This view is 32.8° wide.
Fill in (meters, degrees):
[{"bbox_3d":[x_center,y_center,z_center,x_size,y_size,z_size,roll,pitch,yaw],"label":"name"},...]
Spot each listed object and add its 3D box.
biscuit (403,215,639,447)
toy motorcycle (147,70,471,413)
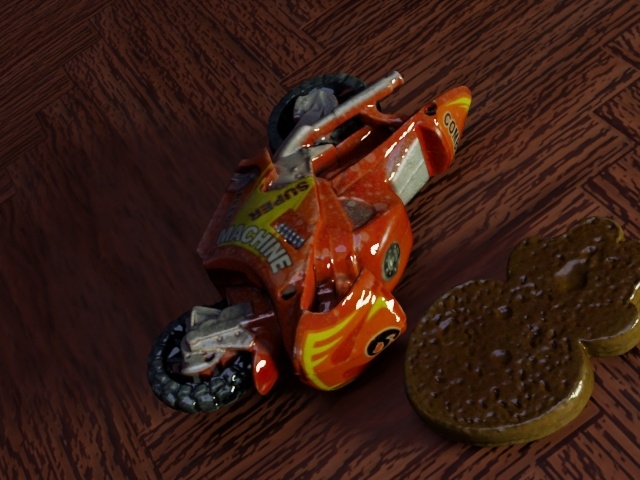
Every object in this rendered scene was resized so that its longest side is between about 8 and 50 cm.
[{"bbox_3d":[0.131,0.057,0.672,0.175,0.026,0.124,-38,45,-6],"label":"biscuit"},{"bbox_3d":[-0.002,-0.001,0.753,0.171,0.089,0.298,4,53,30],"label":"toy motorcycle"}]
